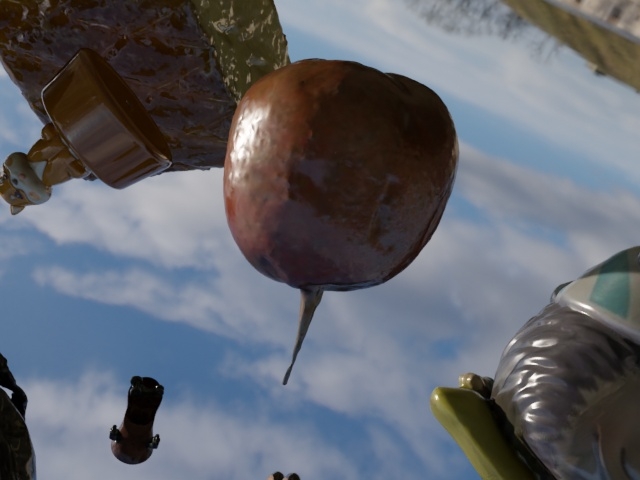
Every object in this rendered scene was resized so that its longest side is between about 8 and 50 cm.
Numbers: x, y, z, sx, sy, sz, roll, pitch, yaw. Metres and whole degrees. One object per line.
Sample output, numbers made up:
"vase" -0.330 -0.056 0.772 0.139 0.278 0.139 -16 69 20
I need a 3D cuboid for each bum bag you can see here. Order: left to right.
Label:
"bum bag" -0.356 0.230 1.036 0.069 0.102 0.248 -1 -133 -28

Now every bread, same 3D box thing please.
"bread" -0.200 -0.233 1.082 0.279 0.279 0.207 -5 -134 22

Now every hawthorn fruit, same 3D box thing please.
"hawthorn fruit" 0.012 -0.029 0.564 0.149 0.149 0.189 18 -129 -22

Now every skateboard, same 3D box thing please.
"skateboard" -0.251 0.252 1.284 0.067 0.080 0.151 14 -151 -7

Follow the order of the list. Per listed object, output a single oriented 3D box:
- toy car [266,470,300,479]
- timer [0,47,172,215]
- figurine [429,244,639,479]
"toy car" 0.000 0.486 1.579 0.200 0.142 0.248 19 162 -14
"timer" -0.235 -0.081 0.856 0.132 0.152 0.132 55 -176 -6
"figurine" 0.327 0.139 0.928 0.266 0.378 0.361 52 -176 3
